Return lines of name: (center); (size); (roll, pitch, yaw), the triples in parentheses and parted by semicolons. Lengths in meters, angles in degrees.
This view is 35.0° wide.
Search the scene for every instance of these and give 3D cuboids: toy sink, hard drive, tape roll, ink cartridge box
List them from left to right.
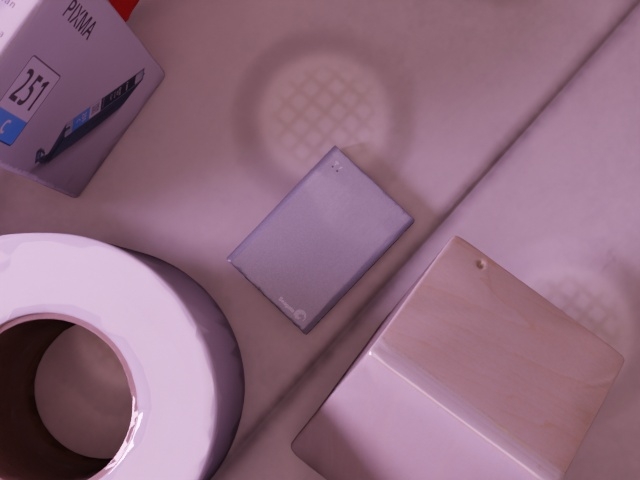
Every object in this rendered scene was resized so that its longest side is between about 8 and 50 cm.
tape roll: (-0.189, 0.121, 0.792); (0.246, 0.169, 0.246); (0, 85, 3)
ink cartridge box: (-0.170, -0.169, 0.748); (0.066, 0.296, 0.261); (34, 88, 4)
hard drive: (0.000, 0.000, 0.866); (0.094, 0.022, 0.135); (43, 89, 4)
toy sink: (0.096, 0.126, 0.785); (0.153, 0.234, 0.131); (36, 59, 5)
